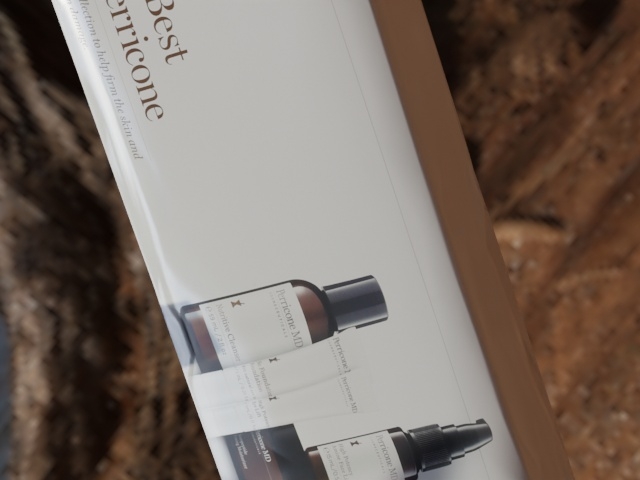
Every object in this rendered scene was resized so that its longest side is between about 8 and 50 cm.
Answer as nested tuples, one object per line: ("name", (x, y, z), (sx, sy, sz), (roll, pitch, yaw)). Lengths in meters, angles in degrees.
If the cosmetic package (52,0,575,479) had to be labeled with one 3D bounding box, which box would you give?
("cosmetic package", (0.000, 0.000, 0.614), (0.099, 0.239, 0.060), (-16, 12, 16))
